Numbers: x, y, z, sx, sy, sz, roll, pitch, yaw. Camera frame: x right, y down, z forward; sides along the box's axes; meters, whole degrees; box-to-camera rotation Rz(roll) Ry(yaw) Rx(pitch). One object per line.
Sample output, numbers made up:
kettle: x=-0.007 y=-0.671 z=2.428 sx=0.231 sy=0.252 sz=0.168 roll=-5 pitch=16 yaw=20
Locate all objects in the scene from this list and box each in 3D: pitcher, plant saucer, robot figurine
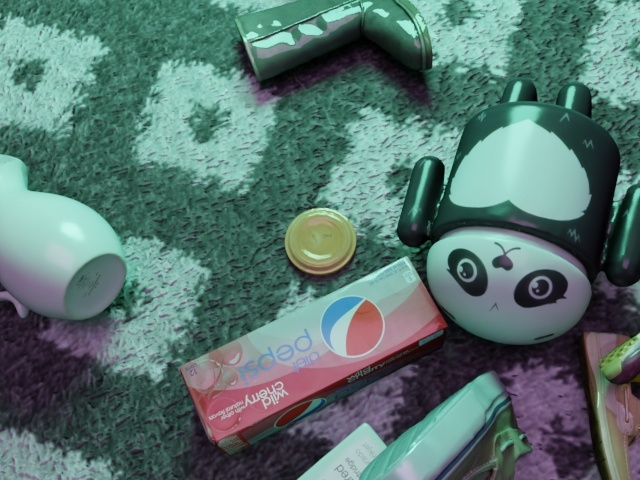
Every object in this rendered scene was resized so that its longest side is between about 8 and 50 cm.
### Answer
pitcher: x=-0.328 y=0.023 z=0.885 sx=0.207 sy=0.125 sz=0.178 roll=31 pitch=94 yaw=27
plant saucer: x=0.000 y=0.000 z=0.913 sx=0.083 sy=0.013 sz=0.084 roll=-1 pitch=67 yaw=4
robot figurine: x=0.210 y=-0.032 z=0.819 sx=0.173 sy=0.209 sz=0.278 roll=30 pitch=67 yaw=-24

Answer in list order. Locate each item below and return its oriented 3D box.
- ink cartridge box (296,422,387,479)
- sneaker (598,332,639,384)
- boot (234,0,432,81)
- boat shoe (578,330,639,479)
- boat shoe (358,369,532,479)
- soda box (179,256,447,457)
ink cartridge box: x=0.001 y=0.337 z=0.713 sx=0.278 sy=0.117 sz=0.201 roll=-38 pitch=69 yaw=-10
sneaker: x=0.351 y=0.117 z=0.770 sx=0.185 sy=0.070 sz=0.084 roll=-16 pitch=66 yaw=-34
boot: x=0.014 y=-0.248 z=0.984 sx=0.208 sy=0.076 sz=0.190 roll=-20 pitch=52 yaw=-11
boat shoe: x=0.298 y=0.170 z=0.788 sx=0.059 sy=0.063 sz=0.170 roll=-5 pitch=66 yaw=9
boat shoe: x=0.128 y=0.184 z=0.683 sx=0.109 sy=0.302 sz=0.094 roll=-43 pitch=75 yaw=22
soda box: x=-0.005 y=0.121 z=0.825 sx=0.263 sy=0.083 sz=0.092 roll=-26 pitch=67 yaw=-7
